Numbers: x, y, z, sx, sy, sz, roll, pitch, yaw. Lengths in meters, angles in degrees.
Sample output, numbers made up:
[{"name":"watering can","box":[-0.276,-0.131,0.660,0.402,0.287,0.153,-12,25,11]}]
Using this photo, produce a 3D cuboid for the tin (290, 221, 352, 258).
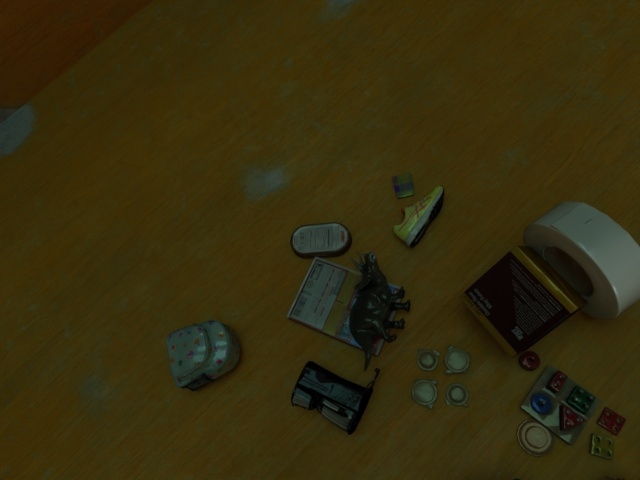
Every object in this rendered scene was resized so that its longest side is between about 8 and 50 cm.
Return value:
[{"name":"tin","box":[0.000,0.000,1.427,0.190,0.040,0.106,-5,70,11]}]

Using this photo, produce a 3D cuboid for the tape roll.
[{"name":"tape roll","box":[0.625,0.046,1.114,0.100,0.286,0.286,-35,63,-2]}]

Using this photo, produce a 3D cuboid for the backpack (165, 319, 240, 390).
[{"name":"backpack","box":[-0.329,0.311,1.312,0.189,0.144,0.165,-23,58,0]}]

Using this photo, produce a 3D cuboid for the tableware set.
[{"name":"tableware set","box":[0.311,0.351,1.205,0.141,0.020,0.168,3,69,17]}]

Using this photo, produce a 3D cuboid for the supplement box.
[{"name":"supplement box","box":[0.491,0.146,1.145,0.194,0.129,0.191,-50,60,26]}]

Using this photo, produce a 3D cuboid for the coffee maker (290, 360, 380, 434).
[{"name":"coffee maker","box":[0.037,0.386,1.216,0.178,0.120,0.171,23,51,20]}]

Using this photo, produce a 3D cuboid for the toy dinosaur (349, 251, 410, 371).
[{"name":"toy dinosaur","box":[0.142,0.193,1.252,0.161,0.121,0.313,5,72,29]}]

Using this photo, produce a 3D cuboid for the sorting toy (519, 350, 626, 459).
[{"name":"sorting toy","box":[0.576,0.388,1.100,0.275,0.046,0.132,36,74,23]}]

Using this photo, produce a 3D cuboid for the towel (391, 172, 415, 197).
[{"name":"towel","box":[0.257,-0.172,1.453,0.060,0.009,0.083,-12,65,7]}]

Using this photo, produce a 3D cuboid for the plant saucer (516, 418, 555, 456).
[{"name":"plant saucer","box":[0.510,0.466,1.108,0.084,0.013,0.083,-5,66,12]}]

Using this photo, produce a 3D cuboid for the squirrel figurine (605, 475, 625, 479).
[{"name":"squirrel figurine","box":[0.595,0.618,0.821,0.281,0.370,0.396,15,71,20]}]

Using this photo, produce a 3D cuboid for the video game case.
[{"name":"video game case","box":[0.070,0.181,1.335,0.285,0.025,0.203,19,72,21]}]

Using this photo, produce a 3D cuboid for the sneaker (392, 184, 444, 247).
[{"name":"sneaker","box":[0.286,-0.086,1.369,0.094,0.081,0.208,32,78,26]}]

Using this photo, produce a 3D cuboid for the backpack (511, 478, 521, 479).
[{"name":"backpack","box":[0.372,0.624,0.954,0.263,0.276,0.213,-41,51,-9]}]
